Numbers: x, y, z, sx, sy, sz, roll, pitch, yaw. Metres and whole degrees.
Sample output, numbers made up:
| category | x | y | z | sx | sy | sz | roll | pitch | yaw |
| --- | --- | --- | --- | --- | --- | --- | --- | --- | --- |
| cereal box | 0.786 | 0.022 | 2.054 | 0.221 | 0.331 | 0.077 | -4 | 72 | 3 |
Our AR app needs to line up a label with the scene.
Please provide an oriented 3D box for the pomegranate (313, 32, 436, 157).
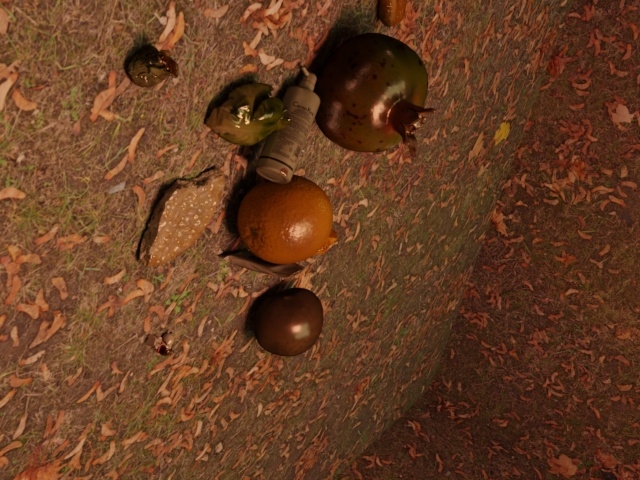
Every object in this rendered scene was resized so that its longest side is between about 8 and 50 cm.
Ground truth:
| category | x | y | z | sx | sy | sz | roll | pitch | yaw |
| --- | --- | --- | --- | --- | --- | --- | --- | --- | --- |
| pomegranate | 0.151 | -0.337 | 1.858 | 0.291 | 0.323 | 0.290 | -44 | 145 | -42 |

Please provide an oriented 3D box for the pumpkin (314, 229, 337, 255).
| category | x | y | z | sx | sy | sz | roll | pitch | yaw |
| --- | --- | --- | --- | --- | --- | --- | --- | --- | --- |
| pumpkin | 0.000 | 0.000 | 2.251 | 0.083 | 0.054 | 0.074 | -46 | 157 | 24 |

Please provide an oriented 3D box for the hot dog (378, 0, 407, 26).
| category | x | y | z | sx | sy | sz | roll | pitch | yaw |
| --- | --- | --- | --- | --- | --- | --- | --- | --- | --- |
| hot dog | 0.175 | -0.641 | 1.873 | 0.083 | 0.068 | 0.289 | -23 | 147 | -17 |

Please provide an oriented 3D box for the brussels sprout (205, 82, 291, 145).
| category | x | y | z | sx | sy | sz | roll | pitch | yaw |
| --- | --- | --- | --- | --- | --- | --- | --- | --- | --- |
| brussels sprout | -0.151 | -0.257 | 1.660 | 0.181 | 0.100 | 0.139 | -28 | 150 | -47 |

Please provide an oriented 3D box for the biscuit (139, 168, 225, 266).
| category | x | y | z | sx | sy | sz | roll | pitch | yaw |
| --- | --- | --- | --- | --- | --- | --- | --- | --- | --- |
| biscuit | -0.295 | -0.055 | 1.674 | 0.265 | 0.040 | 0.188 | -51 | 153 | -21 |

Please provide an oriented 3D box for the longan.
| category | x | y | z | sx | sy | sz | roll | pitch | yaw |
| --- | --- | --- | --- | --- | --- | --- | --- | --- | --- |
| longan | -0.086 | 0.229 | 2.188 | 0.212 | 0.198 | 0.198 | -20 | 134 | -52 |

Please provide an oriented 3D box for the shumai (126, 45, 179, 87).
| category | x | y | z | sx | sy | sz | roll | pitch | yaw |
| --- | --- | --- | --- | --- | --- | --- | --- | --- | --- |
| shumai | -0.286 | -0.298 | 1.384 | 0.083 | 0.080 | 0.082 | 2 | 118 | -64 |

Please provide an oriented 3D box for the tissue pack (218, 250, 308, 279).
| category | x | y | z | sx | sy | sz | roll | pitch | yaw |
| --- | --- | --- | --- | --- | --- | --- | --- | --- | --- |
| tissue pack | -0.135 | 0.056 | 1.906 | 0.122 | 0.193 | 0.026 | -12 | 113 | -58 |

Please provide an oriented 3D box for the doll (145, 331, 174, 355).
| category | x | y | z | sx | sy | sz | roll | pitch | yaw |
| --- | --- | --- | --- | --- | --- | --- | --- | --- | --- |
| doll | -0.376 | 0.246 | 1.850 | 0.085 | 0.040 | 0.058 | -7 | 111 | -64 |

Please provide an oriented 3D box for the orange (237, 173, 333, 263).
| category | x | y | z | sx | sy | sz | roll | pitch | yaw |
| --- | --- | --- | --- | --- | --- | --- | --- | --- | --- |
| orange | -0.081 | -0.051 | 1.858 | 0.236 | 0.236 | 0.236 | -42 | 149 | -32 |

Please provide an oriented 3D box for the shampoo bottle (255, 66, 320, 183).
| category | x | y | z | sx | sy | sz | roll | pitch | yaw |
| --- | --- | --- | --- | --- | --- | --- | --- | --- | --- |
| shampoo bottle | -0.064 | -0.262 | 1.779 | 0.262 | 0.085 | 0.085 | -70 | 157 | -14 |
